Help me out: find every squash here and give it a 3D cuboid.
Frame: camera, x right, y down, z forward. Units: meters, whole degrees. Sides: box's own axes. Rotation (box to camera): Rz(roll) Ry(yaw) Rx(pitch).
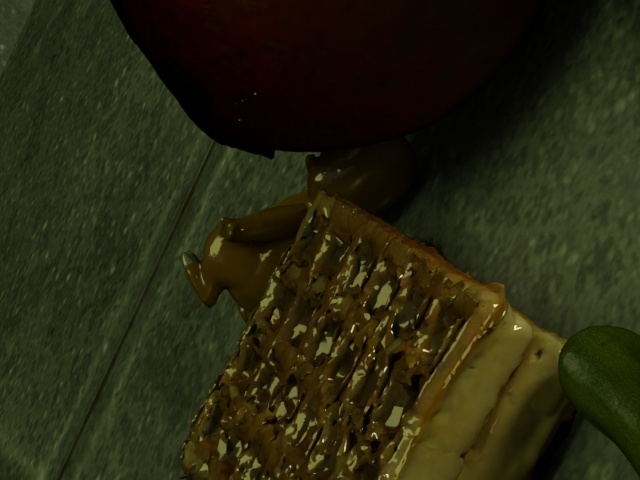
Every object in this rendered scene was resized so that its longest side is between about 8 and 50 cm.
[{"bbox_3d":[0.155,0.085,0.924,0.052,0.052,0.183,-60,20,11],"label":"squash"}]

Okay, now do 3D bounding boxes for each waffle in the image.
[{"bbox_3d":[0.027,0.100,1.149,0.213,0.091,0.308,-63,21,3],"label":"waffle"}]

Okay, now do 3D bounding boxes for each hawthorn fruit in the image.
[{"bbox_3d":[0.006,-0.196,1.276,0.316,0.316,0.316,-49,26,34],"label":"hawthorn fruit"}]

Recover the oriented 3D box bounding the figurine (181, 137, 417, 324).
[{"bbox_3d":[0.003,0.001,1.342,0.176,0.121,0.122,-49,53,12],"label":"figurine"}]
